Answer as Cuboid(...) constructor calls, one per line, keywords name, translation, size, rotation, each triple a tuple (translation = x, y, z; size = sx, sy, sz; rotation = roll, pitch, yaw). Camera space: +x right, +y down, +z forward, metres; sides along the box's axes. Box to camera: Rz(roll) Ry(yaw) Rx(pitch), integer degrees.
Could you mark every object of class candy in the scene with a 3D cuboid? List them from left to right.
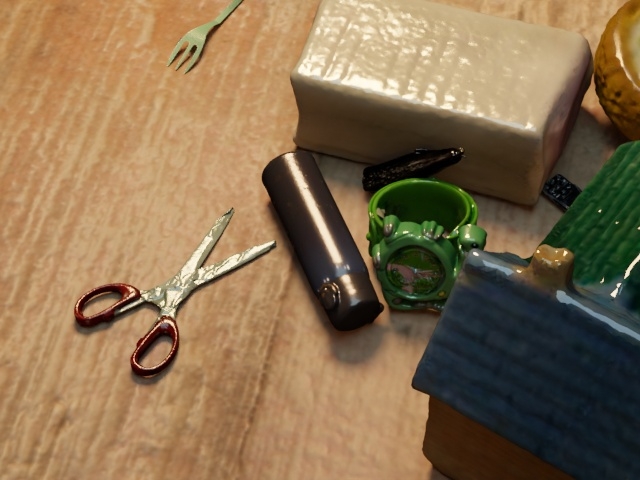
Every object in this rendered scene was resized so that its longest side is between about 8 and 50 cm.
Cuboid(name="candy", translation=(0.150, -0.195, 1.823), size=(0.358, 0.145, 0.208), rotation=(16, 56, 13))
Cuboid(name="candy", translation=(0.477, -0.214, 1.832), size=(0.259, 0.118, 0.260), rotation=(4, 53, -6))

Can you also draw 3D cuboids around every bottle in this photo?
Cuboid(name="bottle", translation=(0.000, 0.000, 1.729), size=(0.082, 0.072, 0.244), rotation=(11, 42, -44))

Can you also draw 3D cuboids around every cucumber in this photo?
Cuboid(name="cucumber", translation=(0.120, -0.094, 1.762), size=(0.043, 0.163, 0.039), rotation=(-21, 92, -51))

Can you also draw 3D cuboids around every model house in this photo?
Cuboid(name="model house", translation=(0.334, 0.102, 1.488), size=(0.334, 0.343, 0.382), rotation=(28, 59, 21))

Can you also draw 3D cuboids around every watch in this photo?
Cuboid(name="watch", translation=(0.138, 0.002, 1.714), size=(0.165, 0.131, 0.152), rotation=(3, 36, 9))

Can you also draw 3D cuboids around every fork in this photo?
Cuboid(name="fork", translation=(-0.136, -0.320, 1.995), size=(0.039, 0.021, 0.235), rotation=(28, 60, 16))

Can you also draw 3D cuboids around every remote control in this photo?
Cuboid(name="remote control", translation=(0.320, -0.046, 1.792), size=(0.039, 0.014, 0.096), rotation=(-35, 60, -20))

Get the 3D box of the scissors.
Cuboid(name="scissors", translation=(-0.168, 0.051, 1.735), size=(0.144, 0.017, 0.247), rotation=(37, 62, 24))
